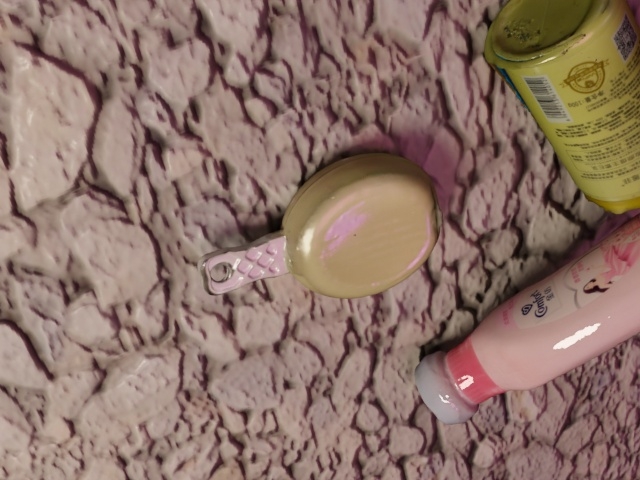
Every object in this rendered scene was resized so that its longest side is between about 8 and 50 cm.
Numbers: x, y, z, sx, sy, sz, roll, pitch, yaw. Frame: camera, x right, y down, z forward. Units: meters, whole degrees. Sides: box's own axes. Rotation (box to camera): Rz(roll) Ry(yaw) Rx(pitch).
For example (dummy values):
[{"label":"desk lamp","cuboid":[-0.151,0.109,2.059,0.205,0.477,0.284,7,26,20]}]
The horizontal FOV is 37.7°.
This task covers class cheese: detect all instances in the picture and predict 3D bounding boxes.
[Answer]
[{"label":"cheese","cuboid":[0.000,0.000,0.846,0.227,0.064,0.137,-18,121,-17]}]

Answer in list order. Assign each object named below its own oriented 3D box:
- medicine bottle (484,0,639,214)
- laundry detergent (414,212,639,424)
[{"label":"medicine bottle","cuboid":[0.256,-0.128,0.862,0.124,0.124,0.239,-42,128,2]},{"label":"laundry detergent","cuboid":[0.245,0.075,0.942,0.335,0.159,0.088,-35,97,22]}]
